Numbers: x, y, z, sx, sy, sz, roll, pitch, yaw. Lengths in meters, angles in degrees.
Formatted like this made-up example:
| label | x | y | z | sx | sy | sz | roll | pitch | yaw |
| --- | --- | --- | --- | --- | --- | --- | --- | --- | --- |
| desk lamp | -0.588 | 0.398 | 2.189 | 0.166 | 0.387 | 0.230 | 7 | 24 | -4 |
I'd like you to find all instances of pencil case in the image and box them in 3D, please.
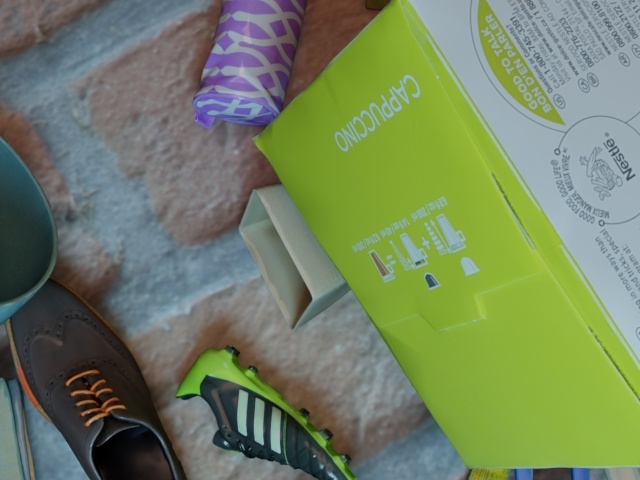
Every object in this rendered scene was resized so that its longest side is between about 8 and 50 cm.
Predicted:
| label | x | y | z | sx | sy | sz | roll | pitch | yaw |
| --- | --- | --- | --- | --- | --- | --- | --- | --- | --- |
| pencil case | -0.062 | -0.207 | 1.138 | 0.088 | 0.086 | 0.206 | 0 | 71 | 34 |

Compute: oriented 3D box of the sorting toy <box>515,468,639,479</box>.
| label | x | y | z | sx | sy | sz | roll | pitch | yaw |
| --- | --- | --- | --- | --- | --- | --- | --- | --- | --- |
| sorting toy | 0.337 | 0.192 | 1.067 | 0.348 | 0.047 | 0.196 | -16 | 83 | -3 |

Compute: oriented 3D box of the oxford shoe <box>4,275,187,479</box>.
| label | x | y | z | sx | sy | sz | roll | pitch | yaw |
| --- | --- | --- | --- | --- | --- | --- | --- | --- | --- |
| oxford shoe | -0.181 | 0.137 | 1.034 | 0.097 | 0.098 | 0.271 | -30 | 80 | -20 |

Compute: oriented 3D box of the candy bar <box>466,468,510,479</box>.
| label | x | y | z | sx | sy | sz | roll | pitch | yaw |
| --- | --- | --- | --- | --- | --- | --- | --- | --- | --- |
| candy bar | 0.150 | 0.197 | 1.074 | 0.040 | 0.018 | 0.161 | 22 | 76 | 0 |

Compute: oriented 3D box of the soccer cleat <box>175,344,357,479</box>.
| label | x | y | z | sx | sy | sz | roll | pitch | yaw |
| --- | --- | --- | --- | --- | --- | --- | --- | --- | --- |
| soccer cleat | -0.046 | 0.166 | 1.062 | 0.179 | 0.060 | 0.072 | 40 | 88 | 14 |

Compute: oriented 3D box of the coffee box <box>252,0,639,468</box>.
| label | x | y | z | sx | sy | sz | roll | pitch | yaw |
| --- | --- | --- | --- | --- | --- | --- | --- | --- | --- |
| coffee box | 0.206 | -0.058 | 0.920 | 0.334 | 0.337 | 0.338 | -33 | 91 | -21 |

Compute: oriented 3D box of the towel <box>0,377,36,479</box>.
| label | x | y | z | sx | sy | sz | roll | pitch | yaw |
| --- | --- | --- | --- | --- | --- | --- | --- | --- | --- |
| towel | -0.355 | 0.322 | 1.023 | 0.271 | 0.040 | 0.370 | -12 | 78 | -4 |

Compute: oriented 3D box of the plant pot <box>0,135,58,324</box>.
| label | x | y | z | sx | sy | sz | roll | pitch | yaw |
| --- | --- | --- | --- | --- | --- | --- | --- | --- | --- |
| plant pot | -0.390 | 0.008 | 1.001 | 0.290 | 0.290 | 0.195 | 46 | 114 | 9 |

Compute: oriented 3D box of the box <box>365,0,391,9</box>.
| label | x | y | z | sx | sy | sz | roll | pitch | yaw |
| --- | --- | --- | --- | --- | --- | --- | --- | --- | --- |
| box | 0.162 | -0.254 | 1.167 | 0.232 | 0.058 | 0.087 | 6 | 77 | -1 |

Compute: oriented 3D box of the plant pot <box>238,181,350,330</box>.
| label | x | y | z | sx | sy | sz | roll | pitch | yaw |
| --- | --- | --- | --- | --- | --- | --- | --- | --- | --- |
| plant pot | 0.000 | 0.000 | 1.081 | 0.096 | 0.109 | 0.109 | -25 | 78 | -18 |
